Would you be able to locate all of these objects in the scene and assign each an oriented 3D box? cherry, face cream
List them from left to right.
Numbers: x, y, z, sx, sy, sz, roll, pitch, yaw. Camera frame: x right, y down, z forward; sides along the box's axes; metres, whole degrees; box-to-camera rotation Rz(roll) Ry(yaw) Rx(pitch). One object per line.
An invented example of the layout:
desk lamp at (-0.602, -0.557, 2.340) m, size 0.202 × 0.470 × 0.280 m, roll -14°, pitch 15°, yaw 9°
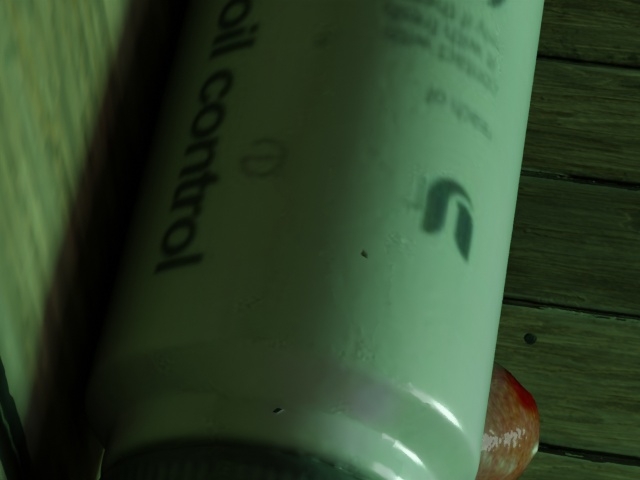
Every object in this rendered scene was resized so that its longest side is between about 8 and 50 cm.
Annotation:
face cream at (0.000, 0.000, 0.461) m, size 0.092 × 0.092 × 0.311 m, roll 86°, pitch 13°, yaw -59°
cherry at (0.062, 0.100, 1.103) m, size 0.126 × 0.106 × 0.087 m, roll -9°, pitch 131°, yaw -45°
